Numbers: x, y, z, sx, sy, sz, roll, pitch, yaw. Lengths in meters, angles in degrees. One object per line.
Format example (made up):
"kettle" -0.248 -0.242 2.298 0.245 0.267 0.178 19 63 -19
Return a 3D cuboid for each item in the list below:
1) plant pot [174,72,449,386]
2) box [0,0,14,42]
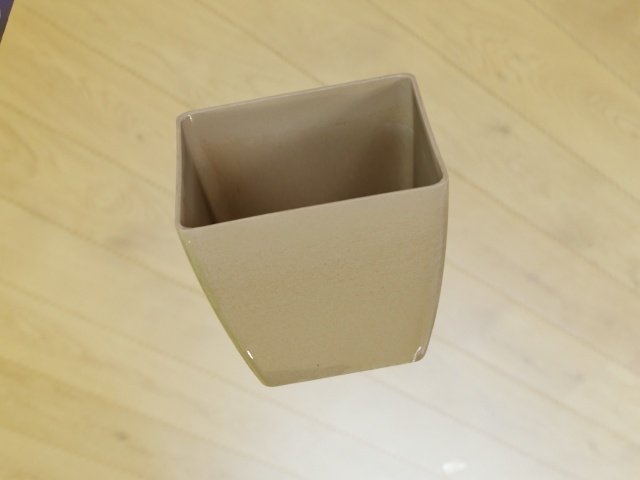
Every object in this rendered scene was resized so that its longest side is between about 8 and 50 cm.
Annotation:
"plant pot" 0.000 0.000 0.627 0.109 0.109 0.096 -10 121 1
"box" -0.442 -0.309 1.526 0.103 0.184 0.261 -3 151 30
